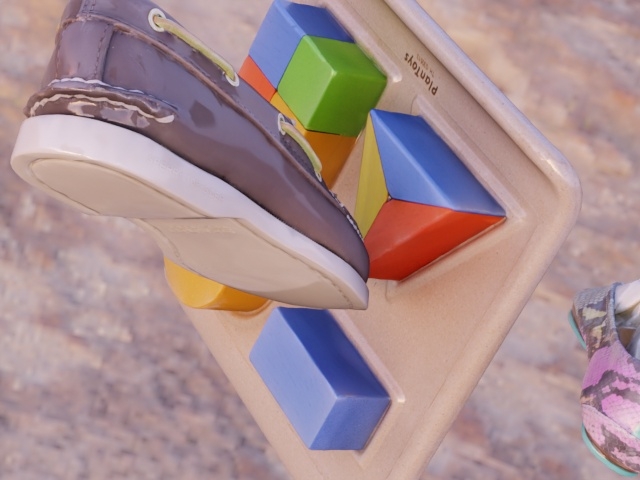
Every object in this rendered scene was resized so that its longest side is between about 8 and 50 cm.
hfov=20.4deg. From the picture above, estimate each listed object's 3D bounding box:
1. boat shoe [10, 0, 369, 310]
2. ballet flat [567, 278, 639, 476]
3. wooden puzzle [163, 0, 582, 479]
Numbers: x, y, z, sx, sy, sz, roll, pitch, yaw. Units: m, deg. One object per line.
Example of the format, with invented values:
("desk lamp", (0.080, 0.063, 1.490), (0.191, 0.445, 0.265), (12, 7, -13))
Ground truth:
("boat shoe", (-0.052, -0.037, 0.984), (0.116, 0.097, 0.324), (3, -15, 28))
("ballet flat", (0.190, 0.063, 1.038), (0.077, 0.079, 0.221), (38, 18, -4))
("wooden puzzle", (0.000, 0.000, 1.203), (0.080, 0.348, 0.322), (0, 37, -36))
